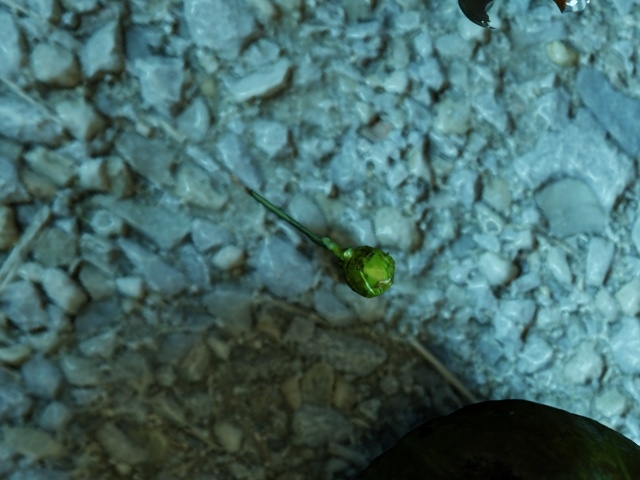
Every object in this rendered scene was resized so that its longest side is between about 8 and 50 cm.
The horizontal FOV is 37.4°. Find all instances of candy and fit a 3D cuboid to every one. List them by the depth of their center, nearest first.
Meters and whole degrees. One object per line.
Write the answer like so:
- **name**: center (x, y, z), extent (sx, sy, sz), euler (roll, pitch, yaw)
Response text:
- **candy**: center (0.000, 0.000, 0.676), extent (0.123, 0.035, 0.035), euler (32, 74, -9)

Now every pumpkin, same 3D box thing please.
- **pumpkin**: center (0.136, 0.229, 0.626), extent (0.325, 0.242, 0.232), euler (7, 101, -23)

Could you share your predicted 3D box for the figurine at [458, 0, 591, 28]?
- **figurine**: center (0.187, -0.249, 0.676), extent (0.137, 0.112, 0.229), euler (32, 74, -13)
